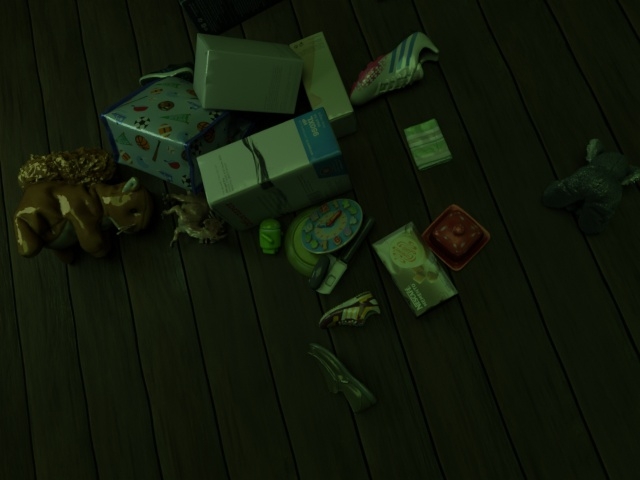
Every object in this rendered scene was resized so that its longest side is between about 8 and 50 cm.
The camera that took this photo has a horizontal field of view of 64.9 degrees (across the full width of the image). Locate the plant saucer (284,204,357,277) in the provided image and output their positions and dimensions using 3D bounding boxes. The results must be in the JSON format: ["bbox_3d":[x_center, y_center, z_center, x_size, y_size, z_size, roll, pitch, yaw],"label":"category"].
[{"bbox_3d":[0.000,0.000,1.570,0.241,0.037,0.241,-2,76,8],"label":"plant saucer"}]

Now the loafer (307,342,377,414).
[{"bbox_3d":[0.047,0.394,1.435,0.251,0.094,0.087,42,82,16],"label":"loafer"}]

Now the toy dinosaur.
[{"bbox_3d":[-0.393,-0.089,1.618,0.200,0.127,0.296,-5,63,0],"label":"toy dinosaur"}]

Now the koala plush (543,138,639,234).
[{"bbox_3d":[0.790,-0.170,1.418,0.196,0.203,0.221,41,74,15],"label":"koala plush"}]

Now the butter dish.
[{"bbox_3d":[0.398,-0.020,1.469,0.160,0.118,0.160,-45,75,-4],"label":"butter dish"}]

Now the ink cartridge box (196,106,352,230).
[{"bbox_3d":[-0.126,-0.198,1.509,0.395,0.285,0.166,-21,73,4],"label":"ink cartridge box"}]

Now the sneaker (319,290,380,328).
[{"bbox_3d":[0.086,0.226,1.484,0.185,0.069,0.084,-31,68,2],"label":"sneaker"}]

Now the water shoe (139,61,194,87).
[{"bbox_3d":[-0.542,-0.583,1.796,0.203,0.073,0.080,-7,49,8],"label":"water shoe"}]

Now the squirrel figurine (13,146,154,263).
[{"bbox_3d":[-0.737,-0.143,1.611,0.370,0.281,0.397,-18,77,-2],"label":"squirrel figurine"}]

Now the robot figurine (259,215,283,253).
[{"bbox_3d":[-0.157,-0.017,1.572,0.067,0.101,0.115,6,107,18],"label":"robot figurine"}]

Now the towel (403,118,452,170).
[{"bbox_3d":[0.340,-0.306,1.598,0.113,0.023,0.152,-18,74,4],"label":"towel"}]

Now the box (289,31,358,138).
[{"bbox_3d":[0.012,-0.494,1.635,0.121,0.148,0.311,-20,73,4],"label":"box"}]

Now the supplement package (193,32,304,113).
[{"bbox_3d":[-0.228,-0.512,1.554,0.293,0.177,0.175,-2,37,-25],"label":"supplement package"}]

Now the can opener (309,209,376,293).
[{"bbox_3d":[0.063,0.031,1.483,0.076,0.095,0.283,32,84,14],"label":"can opener"}]

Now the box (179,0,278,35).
[{"bbox_3d":[-0.332,-0.958,1.769,0.395,0.212,0.293,-27,73,3],"label":"box"}]

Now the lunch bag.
[{"bbox_3d":[-0.430,-0.365,1.618,0.327,0.239,0.385,22,49,12],"label":"lunch bag"}]

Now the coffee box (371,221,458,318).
[{"bbox_3d":[0.273,0.090,1.471,0.141,0.098,0.246,-30,73,1],"label":"coffee box"}]

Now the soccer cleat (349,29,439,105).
[{"bbox_3d":[0.241,-0.538,1.622,0.331,0.116,0.143,-44,74,-3],"label":"soccer cleat"}]

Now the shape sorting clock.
[{"bbox_3d":[0.030,-0.046,1.493,0.206,0.040,0.206,-22,39,20],"label":"shape sorting clock"}]
